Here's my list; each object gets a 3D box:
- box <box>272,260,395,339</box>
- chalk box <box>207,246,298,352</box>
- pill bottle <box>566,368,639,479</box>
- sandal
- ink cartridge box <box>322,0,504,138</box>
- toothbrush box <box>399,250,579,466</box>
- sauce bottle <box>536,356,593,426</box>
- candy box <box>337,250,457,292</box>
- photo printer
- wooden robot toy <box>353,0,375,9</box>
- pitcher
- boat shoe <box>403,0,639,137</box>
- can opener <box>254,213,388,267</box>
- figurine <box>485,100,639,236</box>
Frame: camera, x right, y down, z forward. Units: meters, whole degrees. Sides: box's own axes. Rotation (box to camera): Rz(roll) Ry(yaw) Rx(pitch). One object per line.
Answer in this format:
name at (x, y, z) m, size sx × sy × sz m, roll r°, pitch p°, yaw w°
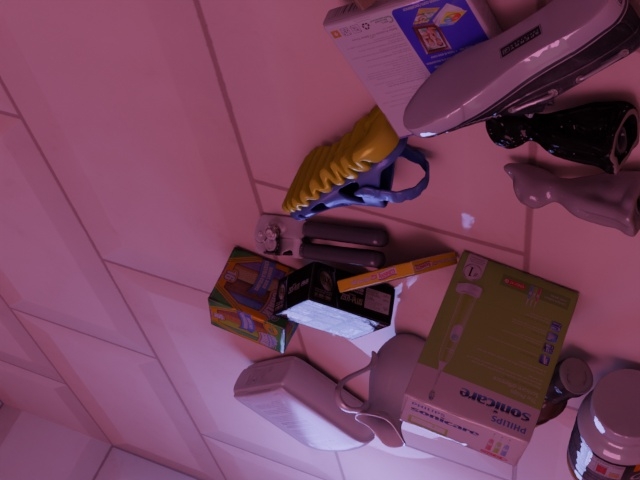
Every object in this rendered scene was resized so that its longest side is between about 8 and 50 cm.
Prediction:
box at (0.026, 0.116, 1.937) m, size 0.180 × 0.077 × 0.147 m, roll 19°, pitch 156°, yaw -23°
chalk box at (-0.101, 0.130, 2.055) m, size 0.213 × 0.132 × 0.132 m, roll 21°, pitch 152°, yaw 10°
pill bottle at (0.540, 0.352, 1.860) m, size 0.162 × 0.162 × 0.278 m, roll 18°, pitch 151°, yaw 16°
sandal at (0.053, -0.089, 1.583) m, size 0.138 × 0.126 × 0.317 m, roll 33°, pitch 153°, yaw -20°
ink cartridge box at (0.140, -0.233, 1.319) m, size 0.206 × 0.045 × 0.208 m, roll -9°, pitch 134°, yaw 36°
toothbrush box at (0.276, 0.190, 1.683) m, size 0.206 × 0.283 × 0.122 m, roll 20°, pitch 151°, yaw 11°
sauce bottle at (0.396, 0.301, 1.948) m, size 0.111 × 0.111 × 0.344 m, roll 31°, pitch 152°, yaw -7°
candy box at (0.130, 0.055, 1.783) m, size 0.105 × 0.027 × 0.206 m, roll -9°, pitch 174°, yaw -37°
photo printer at (-0.026, 0.404, 2.474) m, size 0.307 × 0.107 × 0.256 m, roll 38°, pitch 150°, yaw -20°
wooden robot toy at (0.003, -0.357, 1.258) m, size 0.173 × 0.076 × 0.079 m, roll 36°, pitch -174°, yaw -17°
pitcher at (0.130, 0.276, 2.027) m, size 0.178 × 0.207 × 0.125 m, roll 36°, pitch 150°, yaw -16°
boat shoe at (0.238, -0.192, 1.216) m, size 0.301 × 0.108 × 0.102 m, roll -31°, pitch 126°, yaw 29°
can opener at (0.000, 0.000, 1.842) m, size 0.280 × 0.074 × 0.093 m, roll 7°, pitch 180°, yaw 35°
figurine at (0.325, -0.104, 1.378) m, size 0.209 × 0.092 × 0.215 m, roll 14°, pitch 151°, yaw 37°
